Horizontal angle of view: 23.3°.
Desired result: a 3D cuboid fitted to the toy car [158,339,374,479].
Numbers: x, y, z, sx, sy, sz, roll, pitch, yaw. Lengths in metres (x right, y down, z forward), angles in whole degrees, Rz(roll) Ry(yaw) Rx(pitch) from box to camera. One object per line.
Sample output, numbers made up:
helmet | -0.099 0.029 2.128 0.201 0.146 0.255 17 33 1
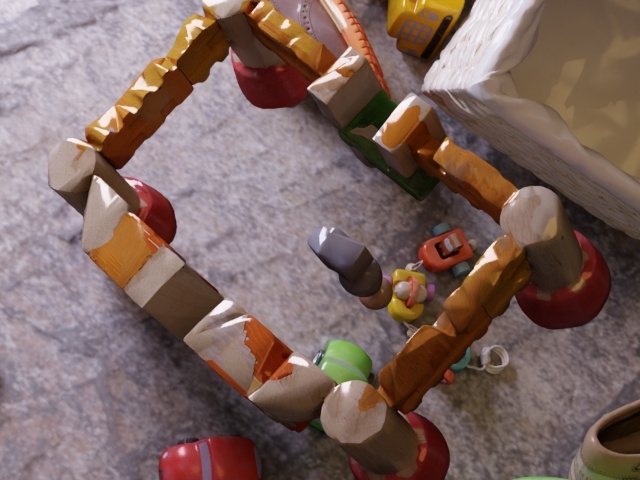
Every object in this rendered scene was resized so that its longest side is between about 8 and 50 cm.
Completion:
toy car | -0.008 0.187 1.477 0.239 0.053 0.225 28 63 -4

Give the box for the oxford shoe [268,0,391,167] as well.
oxford shoe | -0.030 -0.219 1.625 0.133 0.130 0.363 -29 80 3

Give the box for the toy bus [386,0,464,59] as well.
toy bus | 0.118 -0.372 1.718 0.130 0.108 0.332 17 64 -9

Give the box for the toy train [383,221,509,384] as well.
toy train | 0.131 0.061 1.576 0.125 0.046 0.166 -15 73 -21

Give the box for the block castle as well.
block castle | 0.000 0.000 1.395 0.453 0.213 0.303 39 84 28

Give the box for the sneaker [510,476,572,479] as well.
sneaker | 0.361 0.304 1.370 0.483 0.202 0.185 -5 95 12

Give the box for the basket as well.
basket | 0.330 -0.194 1.546 0.331 0.266 0.328 32 88 -10

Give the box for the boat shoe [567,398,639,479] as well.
boat shoe | 0.408 0.185 1.549 0.341 0.110 0.121 -19 47 -21
